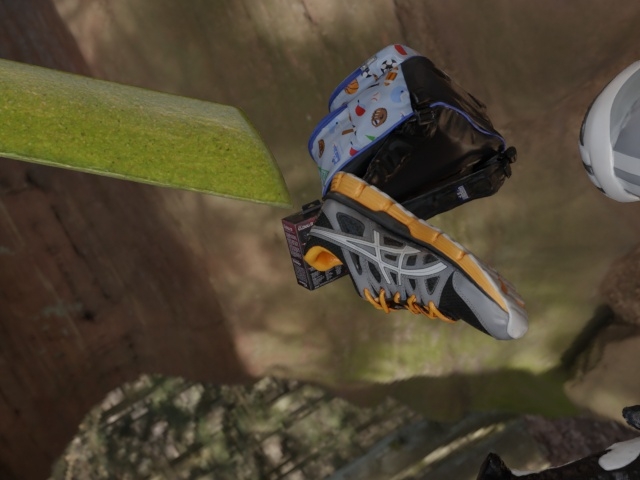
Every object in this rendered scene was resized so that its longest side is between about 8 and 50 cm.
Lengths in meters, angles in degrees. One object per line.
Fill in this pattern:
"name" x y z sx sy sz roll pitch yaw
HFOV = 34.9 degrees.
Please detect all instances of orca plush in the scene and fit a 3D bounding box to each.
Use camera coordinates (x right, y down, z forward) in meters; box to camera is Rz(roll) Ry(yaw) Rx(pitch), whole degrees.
"orca plush" 0.302 0.241 0.991 0.102 0.287 0.151 -123 44 -79

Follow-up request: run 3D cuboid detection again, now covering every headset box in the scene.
"headset box" 0.000 0.000 1.036 0.032 0.062 0.083 22 131 58

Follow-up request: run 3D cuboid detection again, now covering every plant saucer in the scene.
"plant saucer" -0.118 -0.059 0.540 0.188 0.189 0.045 -159 80 -75

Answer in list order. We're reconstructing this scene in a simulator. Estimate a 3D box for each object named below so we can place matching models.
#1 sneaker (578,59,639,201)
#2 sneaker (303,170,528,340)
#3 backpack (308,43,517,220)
"sneaker" 0.242 -0.089 0.481 0.086 0.228 0.132 44 178 -31
"sneaker" 0.072 0.026 0.801 0.215 0.083 0.084 35 180 40
"backpack" 0.114 -0.153 1.570 0.277 0.263 0.213 27 -148 -45
